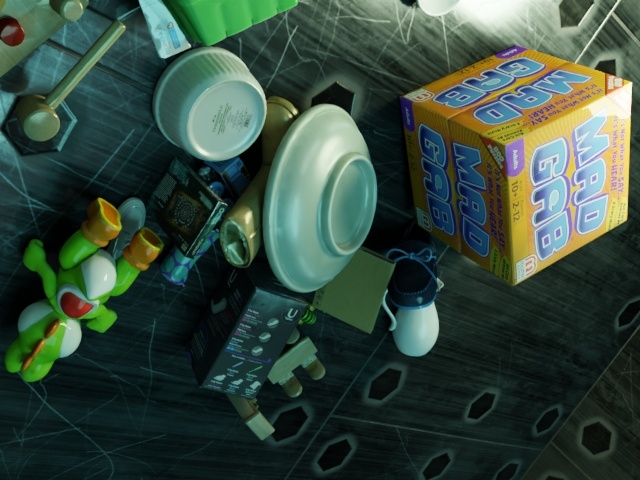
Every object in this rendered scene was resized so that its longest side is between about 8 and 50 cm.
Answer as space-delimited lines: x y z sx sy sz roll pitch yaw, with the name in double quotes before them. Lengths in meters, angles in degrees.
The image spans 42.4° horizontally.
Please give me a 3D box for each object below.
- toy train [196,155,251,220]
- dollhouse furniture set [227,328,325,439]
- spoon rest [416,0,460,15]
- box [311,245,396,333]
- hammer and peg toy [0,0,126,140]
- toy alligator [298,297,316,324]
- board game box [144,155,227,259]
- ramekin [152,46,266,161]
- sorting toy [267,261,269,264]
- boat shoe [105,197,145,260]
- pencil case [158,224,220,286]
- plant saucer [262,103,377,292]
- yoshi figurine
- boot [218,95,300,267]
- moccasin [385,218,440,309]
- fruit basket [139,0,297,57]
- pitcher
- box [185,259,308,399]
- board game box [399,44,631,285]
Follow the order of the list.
"toy train" -0.187 -0.099 1.696 0.105 0.080 0.184 -41 138 -14
"dollhouse furniture set" -0.105 0.339 2.019 0.242 0.161 0.212 -37 141 -7
"spoon rest" 0.279 -0.591 1.682 0.137 0.084 0.276 2 119 -39
"box" 0.075 0.104 1.946 0.021 0.164 0.201 -39 149 -57
"hammer and peg toy" -0.481 -0.342 1.241 0.266 0.127 0.361 -42 138 -7
"toy alligator" -0.058 0.166 2.016 0.056 0.051 0.189 -48 138 2
"board game box" -0.261 -0.066 1.579 0.026 0.186 0.126 21 107 -48
"ramekin" -0.199 -0.247 1.547 0.207 0.109 0.207 -21 132 -25
"sorting toy" -0.027 0.026 1.951 0.208 0.038 0.193 -1 122 -32
"boat shoe" -0.385 0.006 1.627 0.066 0.063 0.184 12 113 -43
"pencil case" -0.271 0.020 1.728 0.070 0.064 0.152 36 97 -31
"plant saucer" 0.028 -0.079 1.719 0.400 0.100 0.400 -31 127 -53
"yoshi figurine" -0.467 0.098 1.567 0.362 0.203 0.203 -51 158 7
"boot" -0.115 -0.117 1.627 0.236 0.089 0.269 78 31 -41
"moccasin" 0.215 0.049 1.998 0.137 0.342 0.117 -2 114 5
"fruit basket" -0.185 -0.521 1.350 0.327 0.165 0.353 -31 120 -17
"pitcher" 0.239 0.207 2.249 0.177 0.125 0.207 -1 113 -14
"box" -0.169 0.194 1.849 0.143 0.165 0.270 20 108 -30
"board game box" 0.444 -0.186 1.889 0.356 0.356 0.356 -26 126 -20
